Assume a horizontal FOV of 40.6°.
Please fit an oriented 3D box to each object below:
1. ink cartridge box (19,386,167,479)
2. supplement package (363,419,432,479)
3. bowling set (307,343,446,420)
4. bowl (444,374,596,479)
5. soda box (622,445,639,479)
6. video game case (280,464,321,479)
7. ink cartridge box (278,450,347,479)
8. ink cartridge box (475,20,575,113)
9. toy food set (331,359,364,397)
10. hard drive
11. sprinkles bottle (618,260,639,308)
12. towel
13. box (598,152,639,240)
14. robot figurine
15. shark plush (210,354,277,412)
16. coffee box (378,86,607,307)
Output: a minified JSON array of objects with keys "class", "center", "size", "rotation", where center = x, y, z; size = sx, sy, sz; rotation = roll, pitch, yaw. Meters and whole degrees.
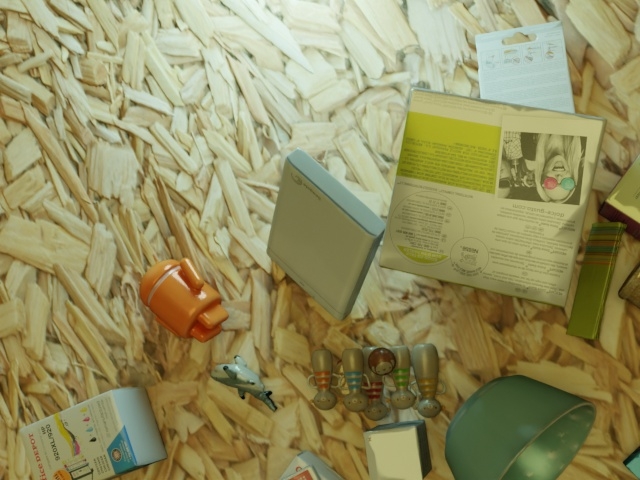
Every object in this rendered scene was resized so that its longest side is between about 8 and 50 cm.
[{"class":"ink cartridge box","center":[-0.488,0.438,1.871],"size":[0.233,0.168,0.171],"rotation":[-24,79,10]},{"class":"supplement package","center":[0.156,0.418,1.718],"size":[0.105,0.179,0.105],"rotation":[-9,80,12]},{"class":"bowling set","center":[0.106,0.290,1.727],"size":[0.287,0.200,0.154],"rotation":[-5,84,7]},{"class":"bowl","center":[0.357,0.376,1.642],"size":[0.311,0.311,0.163],"rotation":[-49,55,3]},{"class":"soda box","center":[0.682,0.381,1.659],"size":[0.210,0.067,0.071],"rotation":[-46,75,3]},{"class":"video game case","center":[-0.039,0.620,1.720],"size":[0.204,0.025,0.285],"rotation":[-29,80,7]},{"class":"ink cartridge box","center":[-0.040,0.570,1.788],"size":[0.160,0.092,0.219],"rotation":[35,91,14]},{"class":"ink cartridge box","center":[0.432,-0.331,1.828],"size":[0.189,0.066,0.232],"rotation":[-7,72,12]},{"class":"toy food set","center":[0.062,0.293,1.840],"size":[0.082,0.020,0.083],"rotation":[37,92,15]},{"class":"hard drive","center":[0.000,0.000,1.738],"size":[0.233,0.353,0.047],"rotation":[42,61,15]},{"class":"sprinkles bottle","center":[0.750,0.160,1.645],"size":[0.355,0.121,0.121],"rotation":[36,91,15]},{"class":"towel","center":[0.547,0.079,1.721],"size":[0.021,0.102,0.237],"rotation":[15,86,-14]},{"class":"box","center":[0.710,-0.082,1.685],"size":[0.243,0.117,0.213],"rotation":[36,88,16]},{"class":"robot figurine","center":[-0.304,0.126,1.893],"size":[0.219,0.158,0.128],"rotation":[37,70,15]},{"class":"shark plush","center":[-0.160,0.316,1.888],"size":[0.161,0.073,0.067],"rotation":[31,111,-5]},{"class":"coffee box","center":[0.327,-0.087,1.639],"size":[0.338,0.337,0.334],"rotation":[12,98,14]}]
